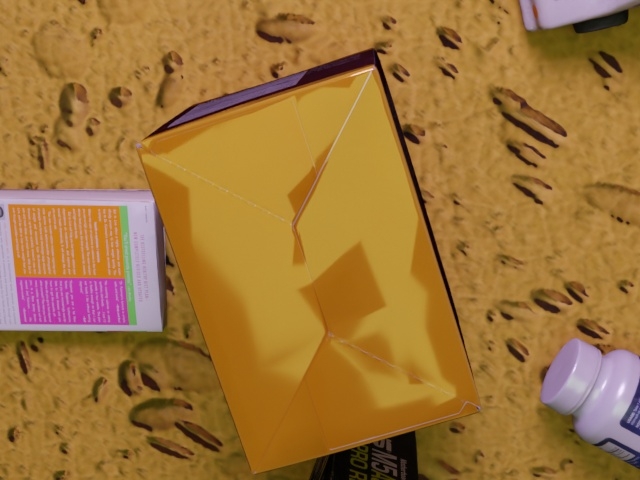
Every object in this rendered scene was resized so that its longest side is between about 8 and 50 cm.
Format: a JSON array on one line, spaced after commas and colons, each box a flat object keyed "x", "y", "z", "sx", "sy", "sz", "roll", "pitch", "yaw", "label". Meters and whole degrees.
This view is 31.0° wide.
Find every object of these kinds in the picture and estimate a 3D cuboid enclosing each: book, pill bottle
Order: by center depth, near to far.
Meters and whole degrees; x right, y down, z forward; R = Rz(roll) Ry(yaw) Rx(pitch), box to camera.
[{"x": 0.210, "y": 0.114, "z": 0.765, "sx": 0.120, "sy": 0.067, "sz": 0.067, "roll": 28, "pitch": 103, "yaw": -4, "label": "pill bottle"}, {"x": -0.178, "y": 0.015, "z": 0.779, "sx": 0.144, "sy": 0.035, "sz": 0.096, "roll": 1, "pitch": 106, "yaw": 3, "label": "book"}]

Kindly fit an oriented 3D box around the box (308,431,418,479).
[{"x": -0.010, "y": 0.262, "z": 0.734, "sx": 0.060, "sy": 0.216, "sz": 0.270, "roll": 20, "pitch": 102, "yaw": -1, "label": "box"}]

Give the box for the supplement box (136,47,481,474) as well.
[{"x": 0.000, "y": 0.000, "z": 0.683, "sx": 0.129, "sy": 0.194, "sz": 0.191, "roll": -17, "pitch": 102, "yaw": 6, "label": "supplement box"}]

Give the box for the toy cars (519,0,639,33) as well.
[{"x": 0.302, "y": -0.141, "z": 0.691, "sx": 0.394, "sy": 0.087, "sz": 0.176, "roll": 25, "pitch": 103, "yaw": -3, "label": "toy cars"}]
